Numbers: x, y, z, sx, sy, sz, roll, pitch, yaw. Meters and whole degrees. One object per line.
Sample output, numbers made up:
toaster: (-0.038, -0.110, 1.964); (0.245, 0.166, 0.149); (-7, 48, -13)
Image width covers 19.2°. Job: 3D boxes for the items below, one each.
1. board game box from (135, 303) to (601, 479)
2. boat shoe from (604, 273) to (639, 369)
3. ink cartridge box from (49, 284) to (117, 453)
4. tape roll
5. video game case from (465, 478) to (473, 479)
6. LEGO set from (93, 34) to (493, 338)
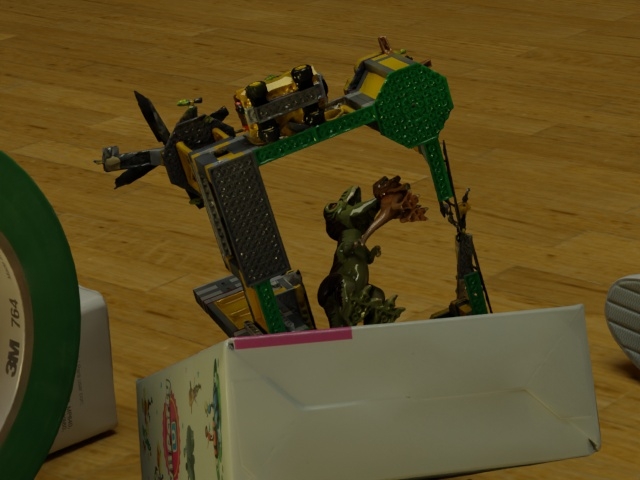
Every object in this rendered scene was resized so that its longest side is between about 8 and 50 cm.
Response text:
board game box: (0.015, 0.113, 1.209); (0.224, 0.098, 0.303); (-4, -9, -16)
boat shoe: (0.325, 0.090, 1.483); (0.075, 0.083, 0.226); (-4, 26, -41)
ink cartridge box: (-0.320, 0.111, 1.447); (0.272, 0.114, 0.197); (-20, 24, -39)
tape roll: (-0.306, 0.073, 1.233); (0.321, 0.321, 0.077); (-20, 25, -40)
video game case: (-0.074, 0.216, 1.102); (0.248, 0.035, 0.275); (-12, 9, 39)
LEGO set: (0.000, 0.000, 1.467); (0.255, 0.331, 0.192); (-29, 23, -10)
